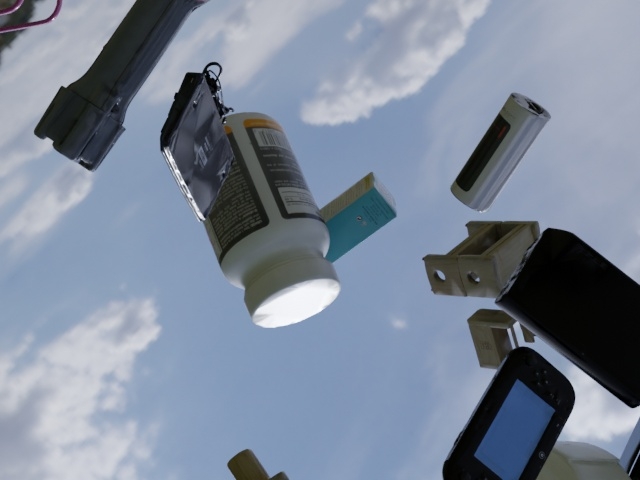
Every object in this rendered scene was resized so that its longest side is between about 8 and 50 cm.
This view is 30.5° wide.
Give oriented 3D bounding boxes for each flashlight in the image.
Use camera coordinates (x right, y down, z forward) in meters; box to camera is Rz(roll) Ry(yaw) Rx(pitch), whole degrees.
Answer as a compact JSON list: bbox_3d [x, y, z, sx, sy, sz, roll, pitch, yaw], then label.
[{"bbox_3d":[-0.184,-0.217,1.217,0.103,0.103,0.304,33,-92,28],"label":"flashlight"}]

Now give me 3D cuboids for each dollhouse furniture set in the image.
[{"bbox_3d":[0.258,0.080,1.748,0.129,0.183,0.129,2,-153,44],"label":"dollhouse furniture set"}]

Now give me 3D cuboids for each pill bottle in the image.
[{"bbox_3d":[-0.082,-0.029,1.640,0.162,0.162,0.278,-35,-118,23],"label":"pill bottle"}]

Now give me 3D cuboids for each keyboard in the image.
[{"bbox_3d":[-0.113,-0.092,1.037,0.192,0.038,0.100,81,33,-71],"label":"keyboard"}]

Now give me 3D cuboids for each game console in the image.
[{"bbox_3d":[0.272,0.170,1.375,0.361,0.213,0.044,-55,-177,-25],"label":"game console"}]

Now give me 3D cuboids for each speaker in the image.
[{"bbox_3d":[0.207,-0.101,1.346,0.136,0.055,0.055,-58,-167,25],"label":"speaker"}]

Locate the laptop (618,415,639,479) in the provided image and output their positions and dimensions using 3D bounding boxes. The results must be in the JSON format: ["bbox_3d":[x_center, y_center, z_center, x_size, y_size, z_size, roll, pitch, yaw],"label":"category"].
[{"bbox_3d":[0.521,0.273,1.621,0.264,0.136,0.234,16,-105,47],"label":"laptop"}]

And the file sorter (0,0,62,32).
[{"bbox_3d":[-0.513,-0.410,1.601,0.182,0.291,0.202,-4,-96,33],"label":"file sorter"}]

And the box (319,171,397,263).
[{"bbox_3d":[0.000,0.000,1.767,0.244,0.060,0.100,-36,-167,12],"label":"box"}]

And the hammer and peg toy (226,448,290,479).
[{"bbox_3d":[-0.147,0.416,1.528,0.266,0.127,0.361,-33,163,-14],"label":"hammer and peg toy"}]

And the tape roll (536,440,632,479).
[{"bbox_3d":[0.314,0.412,1.594,0.286,0.100,0.286,-24,-118,58],"label":"tape roll"}]
